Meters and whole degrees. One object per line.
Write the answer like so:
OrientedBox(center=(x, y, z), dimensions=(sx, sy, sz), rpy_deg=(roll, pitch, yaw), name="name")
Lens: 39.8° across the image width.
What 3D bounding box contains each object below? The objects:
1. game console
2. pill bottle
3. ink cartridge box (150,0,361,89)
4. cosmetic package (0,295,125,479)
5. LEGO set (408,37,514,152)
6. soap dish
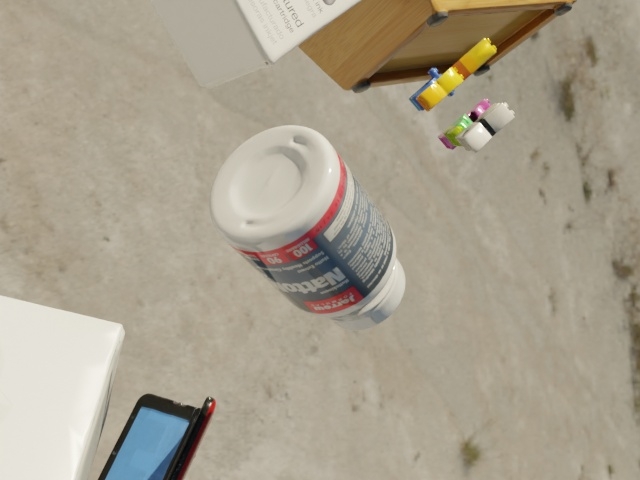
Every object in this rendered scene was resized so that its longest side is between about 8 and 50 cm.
OrientedBox(center=(-0.173, 0.218, 0.883), dimensions=(0.124, 0.085, 0.144), rpy_deg=(115, -1, -65), name="game console")
OrientedBox(center=(0.000, 0.000, 0.715), dimensions=(0.180, 0.107, 0.108), rpy_deg=(48, 45, -48), name="pill bottle")
OrientedBox(center=(-0.033, -0.290, 0.778), dimensions=(0.273, 0.114, 0.198), rpy_deg=(-42, 111, -32), name="ink cartridge box")
OrientedBox(center=(-0.279, 0.158, 0.617), dimensions=(0.225, 0.224, 0.138), rpy_deg=(-84, -169, -48), name="cosmetic package")
OrientedBox(center=(0.156, -0.157, 0.937), dimensions=(0.087, 0.093, 0.227), rpy_deg=(48, 6, -5), name="LEGO set")
OrientedBox(center=(0.150, -0.279, 1.062), dimensions=(0.290, 0.229, 0.118), rpy_deg=(-14, 79, -35), name="soap dish")
